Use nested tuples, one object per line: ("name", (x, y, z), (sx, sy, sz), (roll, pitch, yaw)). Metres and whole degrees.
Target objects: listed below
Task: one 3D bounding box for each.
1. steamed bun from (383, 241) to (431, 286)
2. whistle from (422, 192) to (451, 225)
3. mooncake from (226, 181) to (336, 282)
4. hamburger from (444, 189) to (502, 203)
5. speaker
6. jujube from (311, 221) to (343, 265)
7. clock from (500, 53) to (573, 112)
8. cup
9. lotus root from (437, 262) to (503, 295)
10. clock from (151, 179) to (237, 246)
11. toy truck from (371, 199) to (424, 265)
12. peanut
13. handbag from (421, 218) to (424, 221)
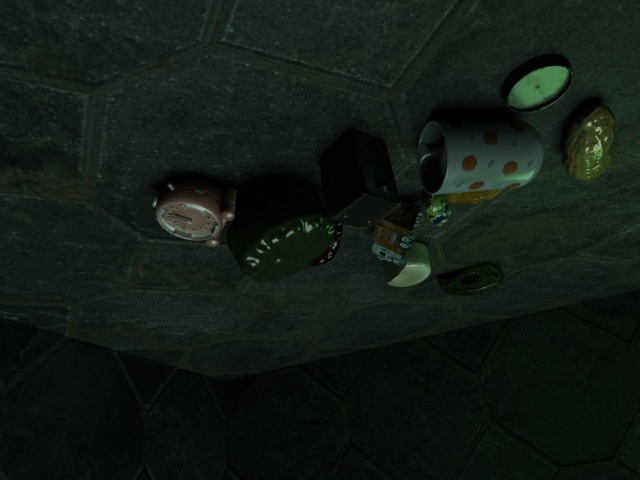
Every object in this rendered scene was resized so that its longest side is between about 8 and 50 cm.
("steamed bun", (0.400, 0.111, 2.173), (0.164, 0.146, 0.241), (6, 150, -18))
("whistle", (0.435, -0.113, 1.800), (0.085, 0.105, 0.227), (19, 164, 31))
("mooncake", (-0.125, -0.014, 1.611), (0.357, 0.194, 0.356), (-29, 154, -15))
("hamburger", (0.526, -0.204, 1.653), (0.214, 0.108, 0.213), (-6, 158, -3))
("speaker", (0.112, -0.177, 1.433), (0.153, 0.230, 0.192), (12, 146, -35))
("jujube", (0.000, 0.000, 1.836), (0.168, 0.168, 0.236), (7, 146, -28))
("clock", (0.588, -0.419, 1.312), (0.185, 0.040, 0.184), (-7, 153, -3))
("cup", (0.473, -0.247, 1.426), (0.318, 0.212, 0.212), (-4, 153, -11))
("lotus root", (0.788, 0.225, 2.521), (0.314, 0.141, 0.210), (-23, 151, 29))
("clock", (-0.410, -0.107, 1.541), (0.241, 0.142, 0.227), (15, 143, -21))
("toy truck", (0.282, -0.031, 1.858), (0.162, 0.136, 0.305), (21, 154, 9))
("peanut", (0.847, -0.300, 1.520), (0.153, 0.140, 0.325), (-30, 146, 1))
("handbag", (0.368, -0.075, 1.933), (0.061, 0.027, 0.083), (12, 146, -35))
